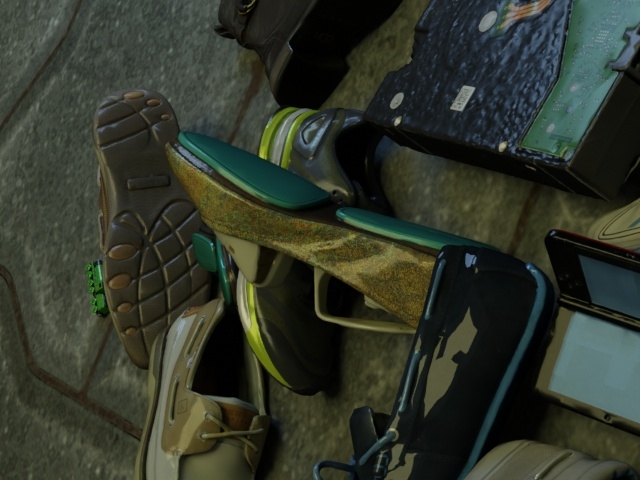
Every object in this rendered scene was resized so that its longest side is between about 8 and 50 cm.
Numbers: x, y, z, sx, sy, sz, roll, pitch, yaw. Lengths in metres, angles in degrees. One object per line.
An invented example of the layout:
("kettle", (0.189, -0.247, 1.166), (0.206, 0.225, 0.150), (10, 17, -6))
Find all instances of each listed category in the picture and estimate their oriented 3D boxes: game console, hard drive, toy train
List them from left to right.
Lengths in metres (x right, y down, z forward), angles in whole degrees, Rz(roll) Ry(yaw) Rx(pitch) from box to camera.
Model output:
("toy train", (-0.264, 0.055, 1.880), (0.024, 0.017, 0.083), (-35, 46, 22))
("hard drive", (0.190, -0.169, 1.349), (0.237, 0.064, 0.339), (-60, 27, -5))
("game console", (0.224, 0.073, 1.189), (0.144, 0.124, 0.085), (19, 60, 34))

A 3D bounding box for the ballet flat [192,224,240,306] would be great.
("ballet flat", (-0.082, 0.016, 1.608), (0.074, 0.074, 0.203), (-64, 17, 4))

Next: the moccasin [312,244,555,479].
("moccasin", (0.078, 0.166, 1.299), (0.117, 0.138, 0.342), (24, 82, 15))

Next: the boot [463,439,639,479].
("boot", (0.132, 0.239, 1.157), (0.123, 0.095, 0.258), (-1, 35, 47))

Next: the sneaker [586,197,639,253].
("sneaker", (0.277, -0.021, 1.165), (0.086, 0.085, 0.237), (62, 154, 13))

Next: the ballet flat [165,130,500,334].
("ballet flat", (-0.004, 0.007, 1.419), (0.349, 0.123, 0.123), (22, 89, 21))

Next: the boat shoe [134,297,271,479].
("boat shoe", (-0.110, 0.187, 1.542), (0.103, 0.113, 0.302), (-43, 42, 37))

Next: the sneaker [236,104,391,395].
("sneaker", (0.000, 0.000, 1.517), (0.121, 0.111, 0.300), (-11, 68, 38))

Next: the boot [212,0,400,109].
("boot", (-0.020, -0.285, 1.700), (0.263, 0.091, 0.229), (-53, 39, 21))

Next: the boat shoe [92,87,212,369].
("boat shoe", (-0.190, -0.007, 1.761), (0.116, 0.123, 0.324), (114, 153, -67))
